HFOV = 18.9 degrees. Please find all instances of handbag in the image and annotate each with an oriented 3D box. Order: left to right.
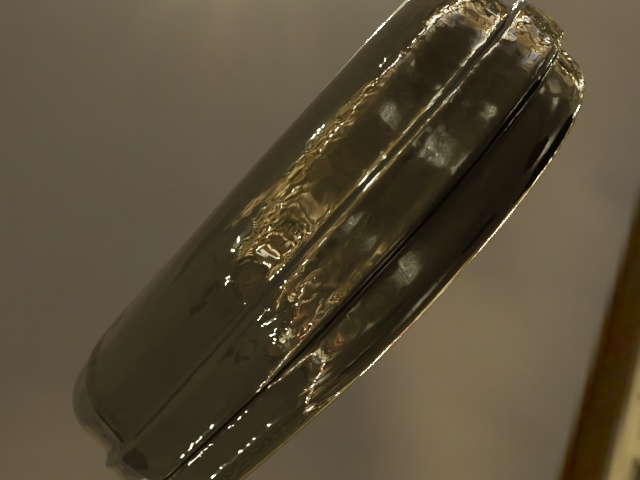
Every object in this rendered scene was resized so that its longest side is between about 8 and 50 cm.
[{"bbox_3d":[-0.001,-0.001,0.891,0.308,0.093,0.254,-45,5,46],"label":"handbag"}]
